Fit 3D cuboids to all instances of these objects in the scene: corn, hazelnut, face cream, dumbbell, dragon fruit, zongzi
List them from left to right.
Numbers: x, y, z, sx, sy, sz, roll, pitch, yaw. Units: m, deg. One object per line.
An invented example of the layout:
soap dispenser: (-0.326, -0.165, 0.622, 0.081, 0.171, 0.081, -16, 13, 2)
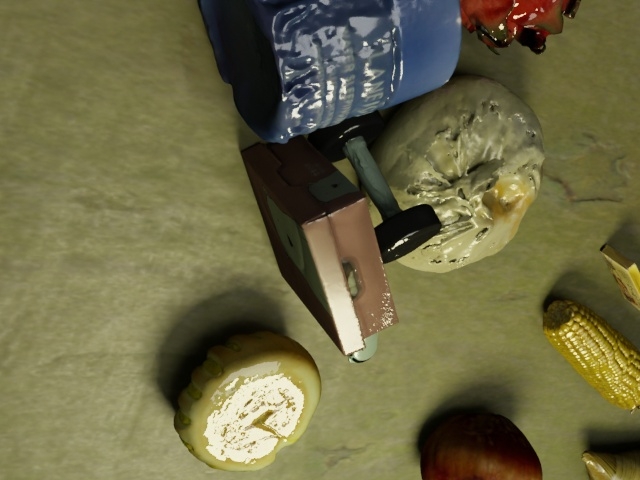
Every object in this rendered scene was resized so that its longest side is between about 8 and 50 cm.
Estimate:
face cream: (-0.001, -0.250, 1.135, 0.225, 0.249, 0.249, -22, 125, -15)
dumbbell: (0.068, -0.073, 1.301, 0.100, 0.191, 0.100, -27, 169, -6)
hazelnut: (0.265, 0.368, 1.690, 0.204, 0.178, 0.177, 11, 113, -1)
dragon fruit: (0.226, -0.332, 1.259, 0.274, 0.192, 0.193, 32, 89, -50)
corn: (0.477, 0.192, 1.750, 0.106, 0.106, 0.305, -48, 126, 2)
zongzi: (0.623, 0.422, 1.953, 0.286, 0.134, 0.288, -39, 121, -14)

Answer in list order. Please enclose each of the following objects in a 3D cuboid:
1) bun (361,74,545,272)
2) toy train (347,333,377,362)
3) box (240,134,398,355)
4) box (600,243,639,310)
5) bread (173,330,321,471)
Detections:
bun: (0.196, -0.076, 1.409, 0.287, 0.146, 0.287, -12, 123, -20)
toy train: (0.058, 0.093, 1.487, 0.043, 0.047, 0.207, -15, 121, -21)
box: (0.000, 0.000, 1.292, 0.086, 0.215, 0.215, -25, 125, -11)
box: (0.519, 0.071, 1.723, 0.020, 0.073, 0.149, -41, 128, -3)
bread: (-0.105, 0.217, 1.424, 0.213, 0.105, 0.213, -12, 122, -20)
